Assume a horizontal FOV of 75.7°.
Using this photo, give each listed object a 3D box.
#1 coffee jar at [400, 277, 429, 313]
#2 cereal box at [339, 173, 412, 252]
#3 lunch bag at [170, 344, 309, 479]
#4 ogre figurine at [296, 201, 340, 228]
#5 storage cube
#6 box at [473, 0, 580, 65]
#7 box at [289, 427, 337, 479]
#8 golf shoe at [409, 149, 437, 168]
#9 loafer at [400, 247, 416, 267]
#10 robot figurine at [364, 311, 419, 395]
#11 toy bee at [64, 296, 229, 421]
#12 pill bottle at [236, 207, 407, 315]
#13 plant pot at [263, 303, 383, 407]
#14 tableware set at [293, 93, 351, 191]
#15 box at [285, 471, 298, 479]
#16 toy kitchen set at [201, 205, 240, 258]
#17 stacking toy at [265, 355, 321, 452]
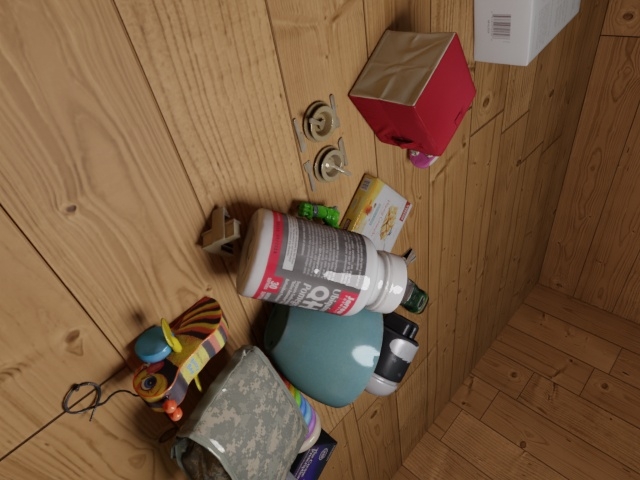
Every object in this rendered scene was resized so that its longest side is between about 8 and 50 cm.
[{"bbox_3d":[0.323,0.202,1.475,0.184,0.079,0.096,36,79,-51],"label":"coffee jar"},{"bbox_3d":[0.161,-0.064,1.155,0.240,0.047,0.172,21,95,-52],"label":"cereal box"},{"bbox_3d":[-0.171,0.392,0.859,0.235,0.169,0.286,-53,132,-51],"label":"lunch bag"},{"bbox_3d":[0.000,0.000,0.964,0.118,0.097,0.196,-20,98,-38],"label":"ogre figurine"},{"bbox_3d":[0.215,-0.336,0.946,0.214,0.184,0.193,-60,142,-4],"label":"storage cube"},{"bbox_3d":[0.608,-0.699,1.198,0.345,0.168,0.214,-44,138,-22],"label":"box"},{"bbox_3d":[-0.083,0.731,1.304,0.184,0.103,0.261,31,87,-55],"label":"box"},{"bbox_3d":[0.350,-0.343,1.160,0.140,0.115,0.305,7,107,-54],"label":"golf shoe"},{"bbox_3d":[0.278,0.066,1.379,0.125,0.045,0.039,-31,116,-43],"label":"loafer"},{"bbox_3d":[0.218,0.381,1.390,0.209,0.173,0.277,28,88,-9],"label":"robot figurine"},{"bbox_3d":[-0.269,0.245,0.753,0.298,0.162,0.195,-53,143,-13],"label":"toy bee"},{"bbox_3d":[0.005,0.056,0.833,0.319,0.176,0.176,14,102,-18],"label":"pill bottle"},{"bbox_3d":[-0.018,0.223,0.972,0.196,0.290,0.289,23,94,-22],"label":"plant pot"},{"bbox_3d":[0.016,-0.209,0.909,0.128,0.039,0.194,-42,138,-25],"label":"tableware set"},{"bbox_3d":[-0.153,0.621,1.026,0.126,0.262,0.231,-51,140,-16],"label":"box"},{"bbox_3d":[-0.173,-0.017,0.787,0.075,0.084,0.068,29,47,-53],"label":"toy kitchen set"},{"bbox_3d":[-0.108,0.423,1.080,0.141,0.141,0.330,-42,132,-25],"label":"stacking toy"}]
